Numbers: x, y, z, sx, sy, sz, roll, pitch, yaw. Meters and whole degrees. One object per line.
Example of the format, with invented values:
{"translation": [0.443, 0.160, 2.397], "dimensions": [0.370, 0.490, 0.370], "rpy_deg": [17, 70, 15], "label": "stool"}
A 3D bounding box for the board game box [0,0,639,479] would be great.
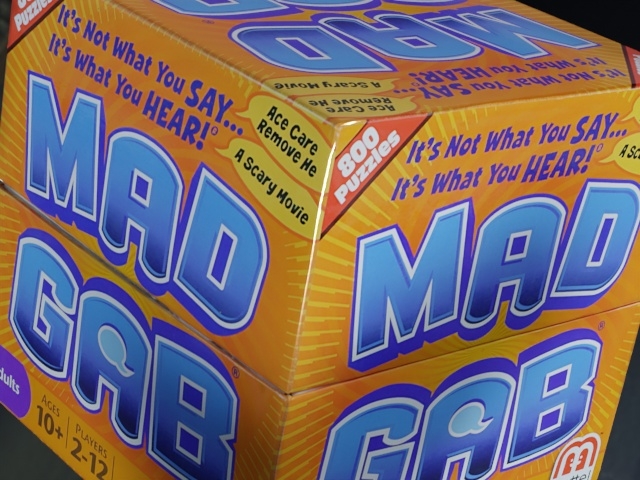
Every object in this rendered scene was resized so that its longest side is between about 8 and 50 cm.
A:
{"translation": [0.000, 0.000, 1.164], "dimensions": [0.356, 0.356, 0.356], "rpy_deg": [31, -59, 41], "label": "board game box"}
